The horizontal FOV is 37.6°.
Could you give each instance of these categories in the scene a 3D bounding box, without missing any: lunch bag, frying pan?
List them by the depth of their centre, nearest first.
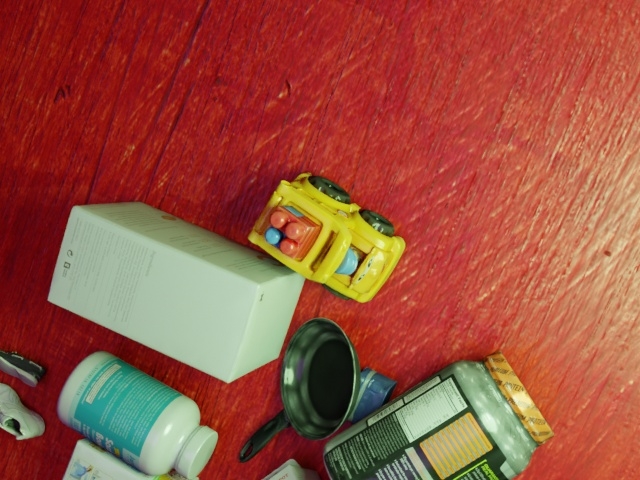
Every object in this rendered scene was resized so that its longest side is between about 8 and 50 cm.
[{"bbox_3d":[0.074,0.260,1.540,0.065,0.067,0.098,27,103,15],"label":"lunch bag"},{"bbox_3d":[-0.022,0.283,1.550,0.197,0.053,0.326,40,114,49],"label":"frying pan"}]

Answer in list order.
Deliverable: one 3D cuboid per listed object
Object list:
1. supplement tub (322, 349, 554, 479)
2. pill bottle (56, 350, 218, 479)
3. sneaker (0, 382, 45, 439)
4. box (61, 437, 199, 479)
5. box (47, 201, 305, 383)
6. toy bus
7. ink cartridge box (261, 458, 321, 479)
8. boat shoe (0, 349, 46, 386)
[{"bbox_3d":[0.179,0.312,1.426,0.316,0.193,0.194,-32,83,6],"label":"supplement tub"},{"bbox_3d":[-0.312,0.310,1.632,0.264,0.146,0.146,26,102,16],"label":"pill bottle"},{"bbox_3d":[-0.590,0.319,1.772,0.152,0.061,0.054,34,105,15],"label":"sneaker"},{"bbox_3d":[-0.337,0.432,1.665,0.203,0.114,0.103,26,101,15],"label":"box"},{"bbox_3d":[-0.232,0.073,1.553,0.345,0.215,0.168,22,101,17],"label":"box"},{"bbox_3d":[0.000,0.000,1.472,0.220,0.211,0.149,35,102,12],"label":"toy bus"},{"bbox_3d":[-0.040,0.446,1.561,0.092,0.090,0.143,-37,55,16],"label":"ink cartridge box"},{"bbox_3d":[-0.573,0.231,1.772,0.125,0.038,0.046,23,142,21],"label":"boat shoe"}]
